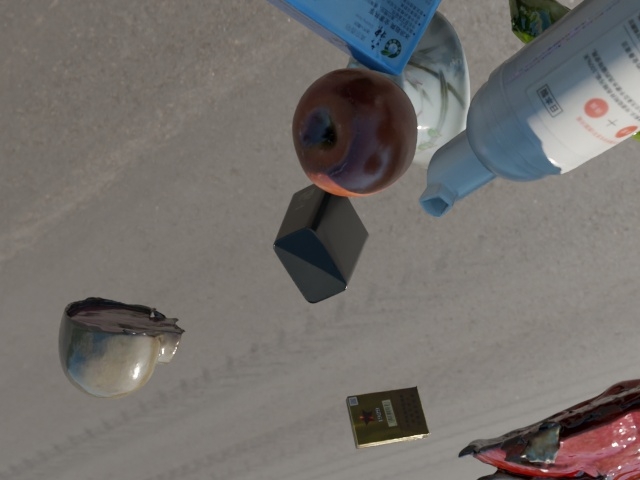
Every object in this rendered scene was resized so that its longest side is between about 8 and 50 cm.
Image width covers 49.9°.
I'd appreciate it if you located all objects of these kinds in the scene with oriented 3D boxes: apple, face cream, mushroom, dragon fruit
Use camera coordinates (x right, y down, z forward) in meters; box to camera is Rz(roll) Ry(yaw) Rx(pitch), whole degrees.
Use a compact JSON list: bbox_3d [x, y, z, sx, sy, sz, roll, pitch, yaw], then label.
[{"bbox_3d":[0.052,-0.149,0.965,0.168,0.181,0.181,-3,154,-42],"label":"apple"},{"bbox_3d":[0.250,-0.147,0.749,0.145,0.145,0.369,21,144,-31],"label":"face cream"},{"bbox_3d":[-0.258,0.134,0.853,0.141,0.117,0.188,22,-177,-20],"label":"mushroom"},{"bbox_3d":[0.310,0.227,0.786,0.282,0.100,0.343,-24,162,24],"label":"dragon fruit"}]

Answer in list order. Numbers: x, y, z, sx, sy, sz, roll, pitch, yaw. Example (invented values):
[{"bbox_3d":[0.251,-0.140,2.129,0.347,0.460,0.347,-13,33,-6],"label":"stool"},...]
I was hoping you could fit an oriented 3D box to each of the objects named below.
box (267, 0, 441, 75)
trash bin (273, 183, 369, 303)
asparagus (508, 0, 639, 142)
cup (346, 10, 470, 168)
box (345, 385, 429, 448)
[{"bbox_3d":[0.028,-0.316,0.819,0.232,0.083,0.143,25,97,-29],"label":"box"},{"bbox_3d":[0.000,0.000,1.370,0.115,0.225,0.165,-23,110,22],"label":"trash bin"},{"bbox_3d":[0.332,-0.217,0.838,0.085,0.343,0.082,-52,163,22],"label":"asparagus"},{"bbox_3d":[0.156,-0.316,1.480,0.163,0.347,0.347,-11,150,-22],"label":"cup"},{"bbox_3d":[0.117,0.309,1.206,0.133,0.090,0.023,-6,146,-13],"label":"box"}]
